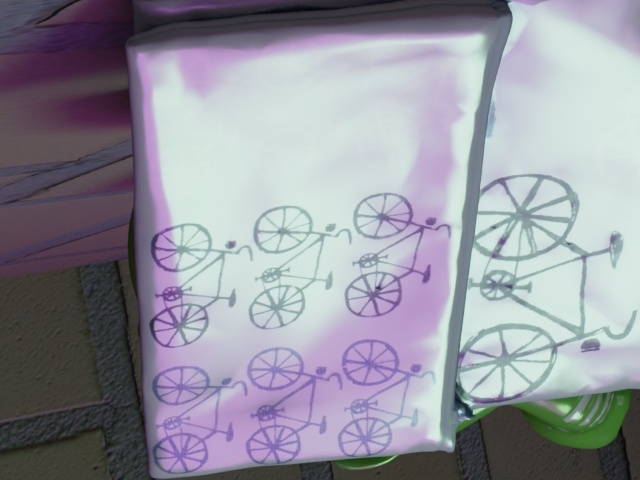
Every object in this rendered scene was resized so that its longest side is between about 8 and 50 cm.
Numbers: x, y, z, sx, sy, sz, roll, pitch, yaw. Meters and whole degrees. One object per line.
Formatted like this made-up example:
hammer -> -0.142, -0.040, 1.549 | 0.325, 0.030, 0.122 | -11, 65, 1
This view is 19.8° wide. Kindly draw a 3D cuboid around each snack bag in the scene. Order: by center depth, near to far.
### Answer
snack bag -> 0.074, -0.003, 0.937 | 0.342, 0.037, 0.323 | -5, 134, -10

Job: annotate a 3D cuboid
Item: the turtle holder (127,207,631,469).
turtle holder -> 0.042, 0.014, 1.172 | 0.320, 0.243, 0.227 | 0, 179, 0
